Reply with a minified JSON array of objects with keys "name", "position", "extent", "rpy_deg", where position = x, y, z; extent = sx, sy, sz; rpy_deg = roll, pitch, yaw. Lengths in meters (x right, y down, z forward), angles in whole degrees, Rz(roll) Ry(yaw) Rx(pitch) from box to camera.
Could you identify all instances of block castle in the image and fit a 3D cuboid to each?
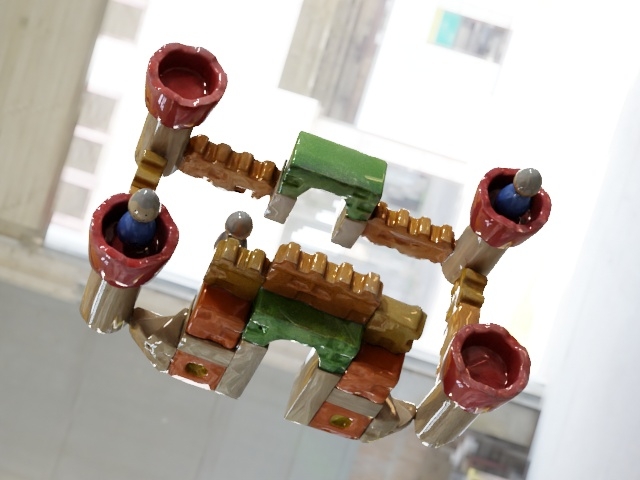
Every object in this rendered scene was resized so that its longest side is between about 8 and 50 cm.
[{"name":"block castle","position":[0.000,0.000,1.424],"extent":[0.213,0.453,0.303],"rpy_deg":[120,168,-51]}]
